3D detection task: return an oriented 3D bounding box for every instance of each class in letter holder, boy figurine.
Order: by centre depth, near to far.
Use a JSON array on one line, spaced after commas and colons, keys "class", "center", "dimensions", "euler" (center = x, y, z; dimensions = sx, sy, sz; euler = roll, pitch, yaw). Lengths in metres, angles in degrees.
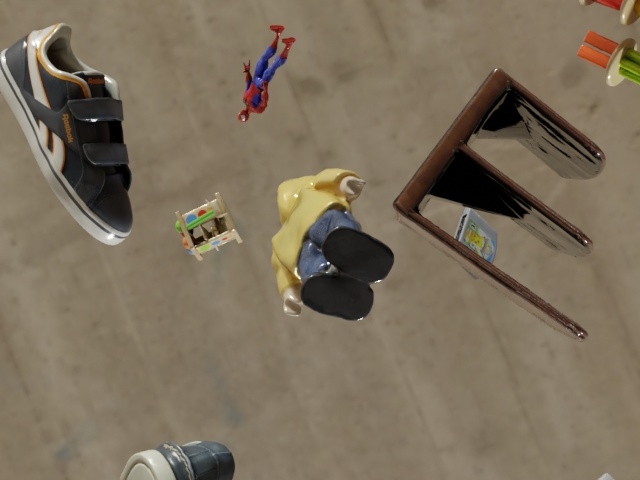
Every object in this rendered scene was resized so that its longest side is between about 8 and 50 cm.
[{"class": "letter holder", "center": [0.198, -0.023, 1.453], "dimensions": [0.214, 0.152, 0.302], "euler": [37, -179, 3]}, {"class": "boy figurine", "center": [0.000, 0.000, 1.742], "dimensions": [0.177, 0.092, 0.285], "euler": [-65, 15, 11]}]

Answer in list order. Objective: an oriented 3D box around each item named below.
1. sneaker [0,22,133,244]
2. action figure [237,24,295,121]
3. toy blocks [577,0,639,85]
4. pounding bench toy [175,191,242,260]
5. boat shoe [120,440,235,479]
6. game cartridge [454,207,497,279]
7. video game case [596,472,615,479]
[{"class": "sneaker", "center": [-0.332, -0.154, 2.145], "dimensions": [0.321, 0.127, 0.126], "euler": [59, -162, 6]}, {"class": "action figure", "center": [-0.063, -0.172, 1.634], "dimensions": [0.038, 0.030, 0.115], "euler": [45, 129, 27]}, {"class": "toy blocks", "center": [0.290, -0.217, 1.543], "dimensions": [0.148, 0.054, 0.123], "euler": [32, 137, 28]}, {"class": "pounding bench toy", "center": [-0.138, -0.019, 1.817], "dimensions": [0.083, 0.065, 0.052], "euler": [65, 180, -72]}, {"class": "boat shoe", "center": [-0.138, 0.236, 1.317], "dimensions": [0.095, 0.079, 0.254], "euler": [62, 149, 25]}, {"class": "game cartridge", "center": [0.180, 0.004, 1.794], "dimensions": [0.056, 0.017, 0.083], "euler": [45, -139, -21]}, {"class": "video game case", "center": [0.242, 0.376, 1.818], "dimensions": [0.026, 0.206, 0.227], "euler": [49, -152, 10]}]
